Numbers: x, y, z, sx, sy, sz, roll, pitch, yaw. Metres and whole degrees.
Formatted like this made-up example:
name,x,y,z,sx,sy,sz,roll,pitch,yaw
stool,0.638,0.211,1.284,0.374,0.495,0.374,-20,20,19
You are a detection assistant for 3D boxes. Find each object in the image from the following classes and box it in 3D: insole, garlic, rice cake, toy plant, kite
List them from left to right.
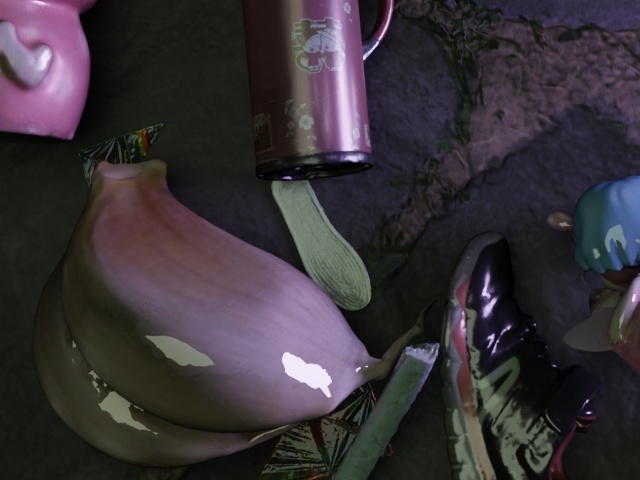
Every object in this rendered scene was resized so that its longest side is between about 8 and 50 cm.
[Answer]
name,x,y,z,sx,sy,sz,roll,pitch,yaw
toy plant,-0.286,-0.264,1.708,0.317,0.211,0.356,3,82,-22
kite,-0.194,-0.067,1.764,0.090,0.004,0.122,32,93,12
garlic,-0.108,0.105,1.650,0.340,0.246,0.231,25,125,10
kite,-0.003,0.161,1.709,0.159,0.010,0.190,25,91,12
insole,0.000,0.000,1.722,0.053,0.002,0.152,-29,81,8
rice cake,0.054,0.163,1.633,0.033,0.033,0.207,28,127,2

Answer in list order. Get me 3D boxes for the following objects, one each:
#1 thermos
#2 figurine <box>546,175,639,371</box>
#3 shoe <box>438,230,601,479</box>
name,x,y,z,sx,sy,sz,roll,pitch,yaw
thermos,-0.006,-0.227,1.684,0.136,0.109,0.330,-6,85,11
figurine,0.314,0.043,1.566,0.205,0.103,0.260,-16,51,-9
shoe,0.179,0.133,1.621,0.137,0.114,0.290,-7,86,12
